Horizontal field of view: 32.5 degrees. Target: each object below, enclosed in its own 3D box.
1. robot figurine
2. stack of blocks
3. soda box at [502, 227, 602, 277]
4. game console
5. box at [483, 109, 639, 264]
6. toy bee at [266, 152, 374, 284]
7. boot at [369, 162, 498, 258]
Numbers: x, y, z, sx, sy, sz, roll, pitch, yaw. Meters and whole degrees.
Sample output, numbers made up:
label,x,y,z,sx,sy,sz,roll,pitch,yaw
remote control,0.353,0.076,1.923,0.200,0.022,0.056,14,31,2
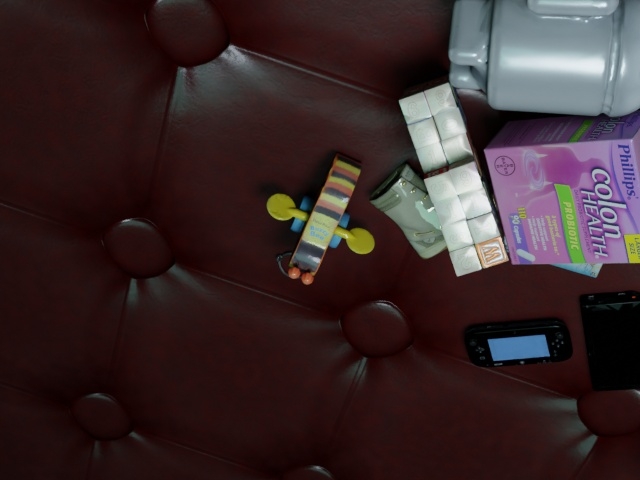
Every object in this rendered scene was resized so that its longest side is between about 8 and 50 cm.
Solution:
label,x,y,z,sx,sy,sz,roll,pitch,yaw
robot figurine,0.374,-0.293,1.670,0.353,0.200,0.300,5,163,9
stack of blocks,0.219,-0.111,1.798,0.087,0.171,0.297,-18,102,12
soda box,0.416,0.003,1.955,0.183,0.058,0.063,17,126,2
game console,0.461,0.204,2.094,0.361,0.044,0.213,-6,122,17
box,0.412,-0.080,1.749,0.243,0.117,0.214,-1,118,32
toy bee,0.000,0.000,1.985,0.195,0.162,0.298,5,125,7
boot,0.208,-0.078,1.938,0.213,0.077,0.165,-36,108,31
